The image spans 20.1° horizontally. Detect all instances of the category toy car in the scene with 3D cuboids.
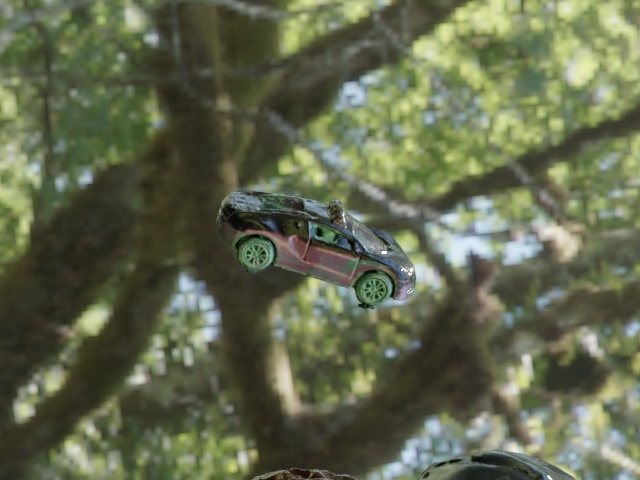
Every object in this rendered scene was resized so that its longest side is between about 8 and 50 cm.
[{"bbox_3d":[0.000,0.000,1.212,0.069,0.142,0.055,-96,-155,-68],"label":"toy car"}]

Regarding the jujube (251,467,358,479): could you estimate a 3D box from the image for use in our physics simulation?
[{"bbox_3d":[0.027,0.248,1.320,0.230,0.155,0.155,12,-69,30],"label":"jujube"}]

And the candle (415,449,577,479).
[{"bbox_3d":[0.112,0.352,1.524,0.221,0.342,0.221,18,-46,20],"label":"candle"}]
